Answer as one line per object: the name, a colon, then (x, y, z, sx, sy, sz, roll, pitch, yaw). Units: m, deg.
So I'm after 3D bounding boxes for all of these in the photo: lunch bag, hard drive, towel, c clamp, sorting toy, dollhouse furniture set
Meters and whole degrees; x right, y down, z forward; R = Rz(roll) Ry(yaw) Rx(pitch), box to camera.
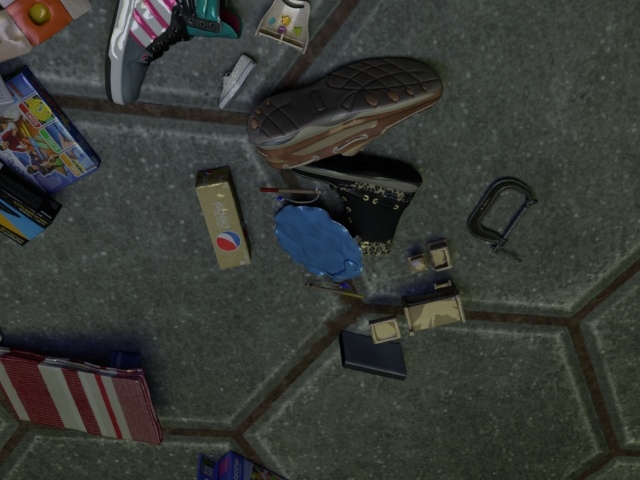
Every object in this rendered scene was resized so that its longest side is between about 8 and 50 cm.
lunch bag: (-0.407, 0.275, 1.600, 0.065, 0.067, 0.098, 10, 126, -9)
hard drive: (0.105, 0.235, 1.598, 0.135, 0.094, 0.022, 14, 123, -14)
towel: (-0.490, 0.315, 1.582, 0.328, 0.037, 0.237, 8, 134, 9)
c clamp: (0.352, -0.042, 1.477, 0.137, 0.022, 0.161, 17, 123, -10)
sorting toy: (-0.052, -0.344, 1.225, 0.083, 0.045, 0.075, 17, 114, -15)
dollhouse furniture set: (0.172, 0.093, 1.531, 0.181, 0.101, 0.161, -14, 100, 5)

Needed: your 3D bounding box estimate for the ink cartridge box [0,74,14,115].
ink cartridge box: (-0.635, -0.144, 1.131, 0.261, 0.296, 0.066, -28, 91, 36)

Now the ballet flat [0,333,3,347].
ballet flat: (-0.675, 0.242, 1.567, 0.057, 0.049, 0.173, 20, 120, -18)

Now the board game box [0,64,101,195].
board game box: (-0.483, -0.173, 1.308, 0.136, 0.035, 0.201, -25, 122, 12)

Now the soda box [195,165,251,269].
soda box: (-0.173, -0.039, 1.411, 0.061, 0.058, 0.181, -10, 125, 2)

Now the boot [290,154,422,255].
boot: (0.046, -0.065, 1.397, 0.236, 0.085, 0.179, 10, 126, -9)

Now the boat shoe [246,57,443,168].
boat shoe: (0.043, -0.204, 1.291, 0.324, 0.123, 0.116, -15, 142, 1)

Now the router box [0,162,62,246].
router box: (-0.549, -0.074, 1.334, 0.179, 0.046, 0.133, 38, 140, -25)

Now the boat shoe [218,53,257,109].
boat shoe: (-0.143, -0.260, 1.281, 0.035, 0.035, 0.100, 41, 119, 3)

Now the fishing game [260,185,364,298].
fishing game: (0.000, 0.000, 1.428, 0.189, 0.041, 0.264, 4, 134, 38)

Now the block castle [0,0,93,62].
block castle: (-0.354, -0.399, 0.917, 0.453, 0.303, 0.213, -40, 130, -12)

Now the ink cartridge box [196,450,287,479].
ink cartridge box: (-0.142, 0.604, 1.775, 0.311, 0.186, 0.065, 33, 119, -23)

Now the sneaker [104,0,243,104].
sneaker: (-0.211, -0.321, 1.184, 0.178, 0.124, 0.296, 19, 120, -6)
